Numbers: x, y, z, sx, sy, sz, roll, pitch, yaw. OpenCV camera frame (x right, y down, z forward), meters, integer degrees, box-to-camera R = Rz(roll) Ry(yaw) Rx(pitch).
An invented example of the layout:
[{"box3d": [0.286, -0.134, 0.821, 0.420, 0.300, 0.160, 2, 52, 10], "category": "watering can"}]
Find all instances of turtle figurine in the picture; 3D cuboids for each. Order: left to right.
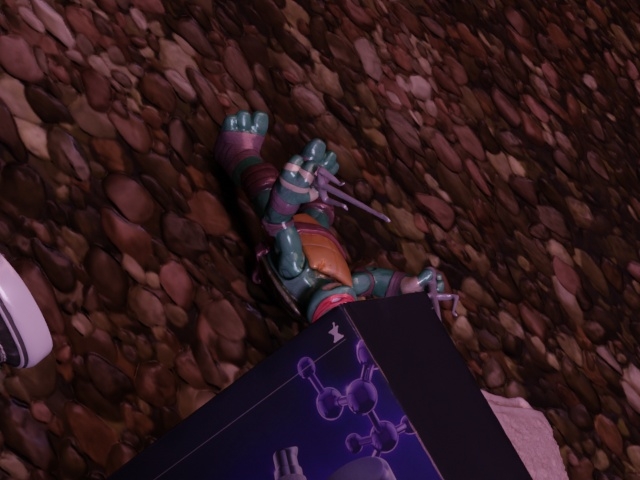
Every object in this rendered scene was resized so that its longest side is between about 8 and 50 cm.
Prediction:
[{"box3d": [0.000, 0.000, 1.514, 0.175, 0.118, 0.234, 46, 9, -43], "category": "turtle figurine"}]

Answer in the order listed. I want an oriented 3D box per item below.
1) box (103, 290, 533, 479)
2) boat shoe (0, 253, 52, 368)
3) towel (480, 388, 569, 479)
[{"box3d": [-0.012, 0.175, 1.137, 0.103, 0.261, 0.184, -1, 58, -56], "category": "box"}, {"box3d": [-0.253, 0.005, 1.189, 0.219, 0.078, 0.070, 49, 63, -14], "category": "boat shoe"}, {"box3d": [0.150, 0.230, 1.542, 0.187, 0.049, 0.282, 20, 42, -44], "category": "towel"}]
